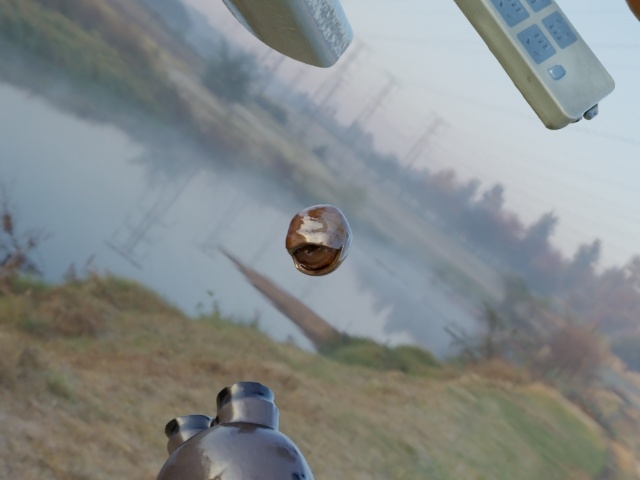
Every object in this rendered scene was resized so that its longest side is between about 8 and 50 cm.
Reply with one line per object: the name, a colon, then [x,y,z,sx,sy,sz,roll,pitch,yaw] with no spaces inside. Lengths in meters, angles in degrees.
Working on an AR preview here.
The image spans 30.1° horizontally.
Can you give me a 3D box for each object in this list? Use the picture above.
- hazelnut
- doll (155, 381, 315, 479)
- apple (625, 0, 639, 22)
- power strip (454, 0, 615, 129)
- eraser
hazelnut: [0.000,0.000,1.385,0.086,0.086,0.086,38,3,-3]
doll: [-0.057,0.228,0.866,0.117,0.182,0.257,37,30,-35]
apple: [0.435,-0.349,1.323,0.242,0.241,0.242,23,44,-24]
power strip: [0.177,-0.182,1.031,0.192,0.081,0.035,54,-39,4]
eraser: [-0.067,-0.310,1.376,0.189,0.104,0.290,32,-3,13]
